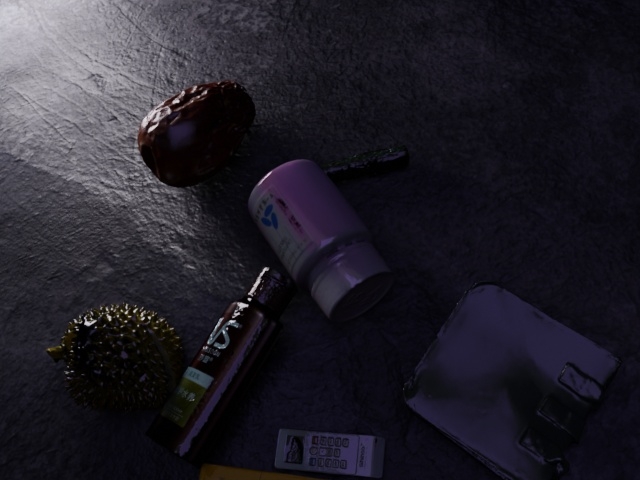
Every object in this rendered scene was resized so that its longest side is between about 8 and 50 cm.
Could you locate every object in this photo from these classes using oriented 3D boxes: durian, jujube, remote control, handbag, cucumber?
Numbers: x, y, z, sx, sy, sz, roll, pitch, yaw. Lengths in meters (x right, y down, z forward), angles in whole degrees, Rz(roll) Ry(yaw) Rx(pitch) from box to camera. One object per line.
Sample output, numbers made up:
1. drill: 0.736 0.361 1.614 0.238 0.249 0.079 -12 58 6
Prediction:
1. durian: -0.348 0.177 1.178 0.237 0.138 0.194 -1 65 9
2. jujube: -0.220 -0.201 1.338 0.168 0.168 0.236 37 60 22
3. remote control: 0.015 0.327 1.112 0.166 0.029 0.065 1 66 14
4. handbag: 0.285 0.216 1.097 0.260 0.079 0.248 33 74 20
5. cucumber: 0.035 -0.126 1.315 0.256 0.043 0.044 -15 59 3

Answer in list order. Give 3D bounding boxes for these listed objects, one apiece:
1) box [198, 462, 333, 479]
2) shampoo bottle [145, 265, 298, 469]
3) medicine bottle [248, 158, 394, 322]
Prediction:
1. box: -0.060 0.422 1.071 0.269 0.043 0.153 3 66 11
2. shampoo bottle: -0.147 0.192 1.161 0.129 0.084 0.323 10 62 51
3. medicine bottle: 0.000 0.000 1.202 0.152 0.152 0.255 -32 65 -7
